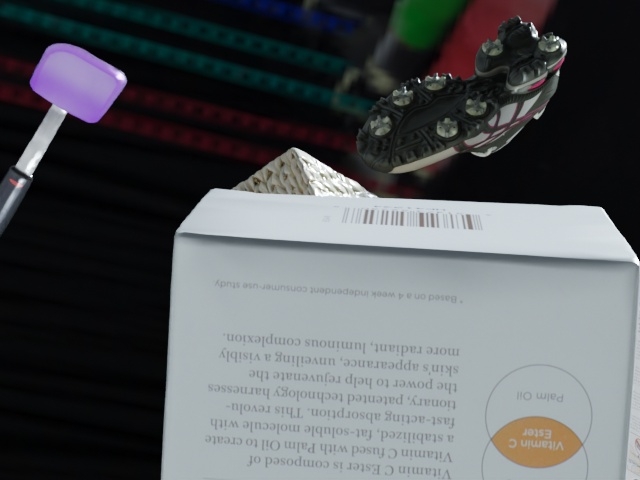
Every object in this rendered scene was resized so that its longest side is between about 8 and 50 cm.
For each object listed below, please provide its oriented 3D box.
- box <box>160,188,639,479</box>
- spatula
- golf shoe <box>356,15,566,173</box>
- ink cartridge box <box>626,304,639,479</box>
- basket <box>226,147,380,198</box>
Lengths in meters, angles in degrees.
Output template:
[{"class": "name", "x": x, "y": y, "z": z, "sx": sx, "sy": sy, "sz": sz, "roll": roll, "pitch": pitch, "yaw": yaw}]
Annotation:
[{"class": "box", "x": 0.033, "y": 0.158, "z": 0.947, "sx": 0.168, "sy": 0.215, "sz": 0.345, "roll": -74, "pitch": 168, "yaw": -81}, {"class": "spatula", "x": -0.291, "y": -0.090, "z": 1.920, "sx": 0.296, "sy": 0.084, "sz": 0.030, "roll": -52, "pitch": -168, "yaw": 34}, {"class": "golf shoe", "x": 0.157, "y": -0.126, "z": 2.013, "sx": 0.105, "sy": 0.273, "sz": 0.120, "roll": 40, "pitch": -31, "yaw": 34}, {"class": "ink cartridge box", "x": 0.292, "y": 0.136, "z": 1.614, "sx": 0.181, "sy": 0.056, "sz": 0.224, "roll": 27, "pitch": -45, "yaw": 62}, {"class": "basket", "x": 0.000, "y": 0.000, "z": 1.790, "sx": 0.103, "sy": 0.167, "sz": 0.113, "roll": -39, "pitch": -131, "yaw": 19}]
